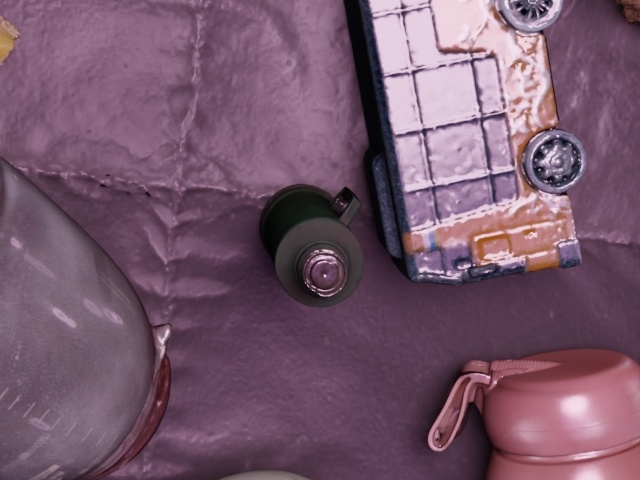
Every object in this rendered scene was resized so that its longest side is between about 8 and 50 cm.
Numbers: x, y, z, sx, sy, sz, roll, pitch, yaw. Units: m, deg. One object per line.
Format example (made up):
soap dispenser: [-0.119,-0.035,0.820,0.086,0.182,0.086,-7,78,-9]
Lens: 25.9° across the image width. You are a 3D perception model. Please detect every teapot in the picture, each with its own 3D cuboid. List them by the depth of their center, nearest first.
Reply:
teapot: [-0.281,0.102,1.065,0.315,0.233,0.312,-40,128,12]

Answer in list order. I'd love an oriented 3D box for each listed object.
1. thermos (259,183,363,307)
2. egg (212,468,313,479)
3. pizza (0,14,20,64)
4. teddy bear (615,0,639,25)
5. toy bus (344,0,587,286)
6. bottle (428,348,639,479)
thermos: [-0.001,0.005,1.100,0.083,0.187,0.073,-21,104,-1]
egg: [-0.081,0.316,1.143,0.203,0.203,0.282,36,92,-13]
pizza: [-0.358,-0.148,1.080,0.204,0.080,0.188,44,92,-12]
teddy bear: [0.256,-0.301,1.113,0.129,0.182,0.251,20,101,26]
toy bus: [0.113,-0.105,1.122,0.167,0.138,0.275,-12,101,-4]
bottle: [0.208,0.243,1.188,0.206,0.173,0.296,-7,99,15]
